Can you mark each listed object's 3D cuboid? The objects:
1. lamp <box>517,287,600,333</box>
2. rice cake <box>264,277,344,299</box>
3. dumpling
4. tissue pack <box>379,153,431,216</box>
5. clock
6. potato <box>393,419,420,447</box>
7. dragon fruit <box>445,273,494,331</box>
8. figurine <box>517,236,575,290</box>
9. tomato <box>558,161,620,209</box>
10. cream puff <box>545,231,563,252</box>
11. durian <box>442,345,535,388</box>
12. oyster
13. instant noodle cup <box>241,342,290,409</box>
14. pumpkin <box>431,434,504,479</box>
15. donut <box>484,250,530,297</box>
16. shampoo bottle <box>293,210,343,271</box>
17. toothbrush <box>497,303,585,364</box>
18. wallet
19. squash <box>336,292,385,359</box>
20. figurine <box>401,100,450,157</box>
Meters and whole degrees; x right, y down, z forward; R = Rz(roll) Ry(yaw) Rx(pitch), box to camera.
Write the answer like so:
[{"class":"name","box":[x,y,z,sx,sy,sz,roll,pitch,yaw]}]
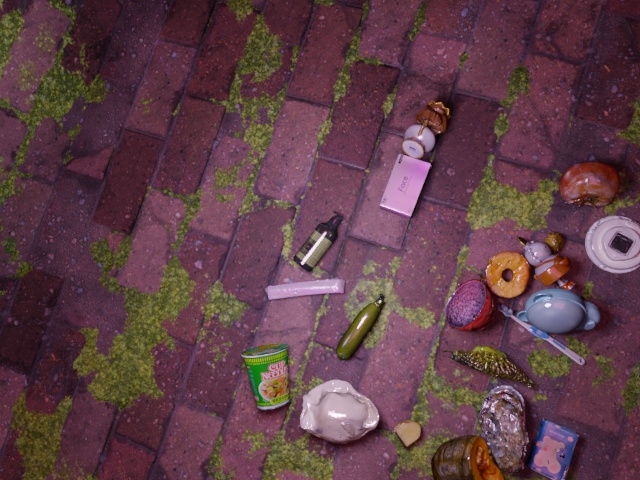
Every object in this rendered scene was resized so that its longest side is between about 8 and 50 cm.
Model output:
[{"class":"lamp","box":[0.929,0.279,1.715,0.284,0.209,0.147,2,51,-12]},{"class":"rice cake","box":[-0.074,0.213,1.959,0.365,0.056,0.072,-6,80,8]},{"class":"dumpling","box":[0.077,0.702,1.840,0.318,0.187,0.242,-4,42,1]},{"class":"tissue pack","box":[0.368,-0.232,1.922,0.149,0.092,0.246,20,86,10]},{"class":"clock","box":[1.191,0.012,1.773,0.237,0.053,0.236,-1,82,8]},{"class":"potato","box":[0.357,0.772,1.809,0.103,0.066,0.096,-26,94,0]},{"class":"dragon fruit","box":[0.625,0.278,1.783,0.148,0.218,0.223,31,47,-17]},{"class":"figurine","box":[0.892,0.091,1.779,0.271,0.143,0.143,37,90,25]},{"class":"tomato","box":[1.085,-0.229,1.775,0.214,0.155,0.180,5,80,11]},{"class":"cream puff","box":[0.953,0.008,1.810,0.083,0.058,0.083,39,89,10]},{"class":"durian","box":[0.668,0.479,1.765,0.375,0.132,0.106,21,99,6]},{"class":"oyster","box":[0.715,0.746,1.725,0.162,0.158,0.350,-7,88,51]},{"class":"instant noodle cup","box":[-0.216,0.572,1.880,0.207,0.207,0.232,-10,90,8]},{"class":"pumpkin","box":[0.531,0.896,1.666,0.232,0.242,0.324,-22,100,37]},{"class":"donut","box":[0.759,0.137,1.819,0.174,0.074,0.190,-5,88,8]},{"class":"shampoo bottle","box":[0.000,0.000,1.950,0.101,0.101,0.283,38,90,12]},{"class":"toothbrush","box":[0.885,0.378,1.791,0.386,0.040,0.040,36,90,9]},{"class":"wallet","box":[0.897,0.808,1.717,0.141,0.059,0.202,20,85,18]},{"class":"squash","box":[0.171,0.365,1.884,0.087,0.087,0.331,36,88,12]},{"class":"figurine","box":[0.454,-0.476,1.893,0.142,0.189,0.263,33,69,8]}]
